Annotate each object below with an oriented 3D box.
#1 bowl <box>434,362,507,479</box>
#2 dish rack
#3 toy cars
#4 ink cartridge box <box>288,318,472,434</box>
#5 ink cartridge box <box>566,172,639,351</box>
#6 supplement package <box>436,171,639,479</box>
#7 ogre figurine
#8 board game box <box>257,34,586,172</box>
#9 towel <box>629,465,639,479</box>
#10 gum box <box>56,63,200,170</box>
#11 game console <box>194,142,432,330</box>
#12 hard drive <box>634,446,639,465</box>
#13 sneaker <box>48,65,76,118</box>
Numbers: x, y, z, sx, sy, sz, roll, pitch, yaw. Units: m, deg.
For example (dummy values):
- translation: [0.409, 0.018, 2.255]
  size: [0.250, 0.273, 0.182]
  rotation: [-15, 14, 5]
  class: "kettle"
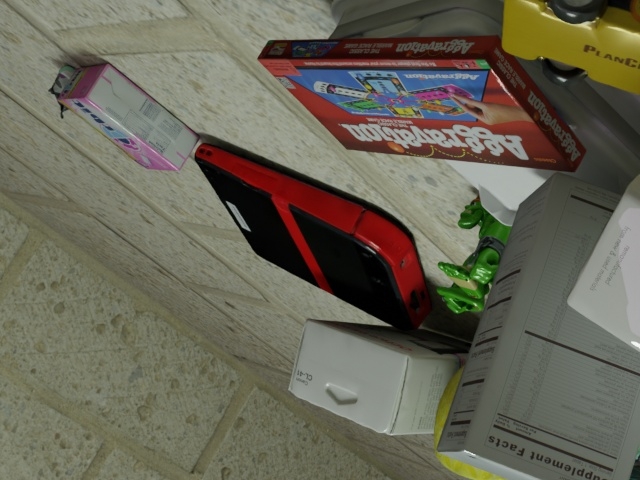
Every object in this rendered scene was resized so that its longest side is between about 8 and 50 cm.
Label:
- translation: [0.294, 0.209, 1.581]
  size: [0.289, 0.289, 0.156]
  rotation: [9, 112, 53]
  class: "bowl"
- translation: [0.167, -0.109, 1.024]
  size: [0.333, 0.072, 0.285]
  rotation: [38, 163, -25]
  class: "dish rack"
- translation: [0.285, -0.146, 0.672]
  size: [0.176, 0.087, 0.393]
  rotation: [34, 162, -34]
  class: "toy cars"
- translation: [0.141, 0.216, 1.786]
  size: [0.226, 0.131, 0.306]
  rotation: [15, -177, 43]
  class: "ink cartridge box"
- translation: [0.377, 0.054, 0.768]
  size: [0.353, 0.207, 0.119]
  rotation: [35, 135, 17]
  class: "ink cartridge box"
- translation: [0.208, 0.088, 0.959]
  size: [0.139, 0.244, 0.134]
  rotation: [21, 169, 0]
  class: "supplement package"
- translation: [0.191, 0.015, 1.282]
  size: [0.097, 0.118, 0.197]
  rotation: [27, 164, 26]
  class: "ogre figurine"
- translation: [0.078, -0.120, 0.971]
  size: [0.281, 0.027, 0.145]
  rotation: [11, 156, 50]
  class: "board game box"
- translation: [0.489, 0.339, 1.673]
  size: [0.271, 0.040, 0.370]
  rotation: [15, -176, 44]
  class: "towel"
- translation: [-0.274, -0.172, 1.631]
  size: [0.188, 0.062, 0.107]
  rotation: [39, 162, -30]
  class: "gum box"
- translation: [0.000, 0.000, 1.723]
  size: [0.342, 0.060, 0.386]
  rotation: [27, 165, 21]
  class: "game console"
- translation: [0.369, 0.131, 1.182]
  size: [0.339, 0.064, 0.237]
  rotation: [-13, 112, 52]
  class: "hard drive"
- translation: [-0.361, -0.205, 1.673]
  size: [0.098, 0.069, 0.038]
  rotation: [38, 163, -26]
  class: "sneaker"
